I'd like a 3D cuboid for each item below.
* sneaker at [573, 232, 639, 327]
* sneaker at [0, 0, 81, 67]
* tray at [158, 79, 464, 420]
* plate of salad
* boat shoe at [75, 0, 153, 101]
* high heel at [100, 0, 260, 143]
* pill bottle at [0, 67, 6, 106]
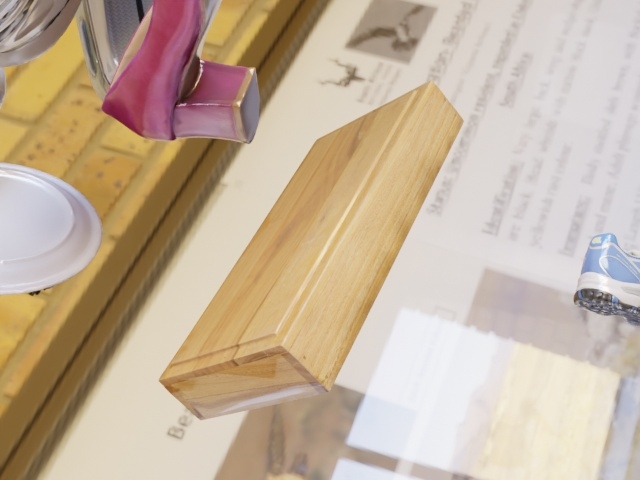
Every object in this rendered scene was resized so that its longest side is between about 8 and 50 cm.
[{"bbox_3d":[0.366,0.052,0.998,0.211,0.080,0.081,20,-107,-37],"label":"sneaker"},{"bbox_3d":[-0.165,-0.334,0.617,0.447,0.169,0.257,-68,17,2],"label":"sneaker"},{"bbox_3d":[0.000,0.000,0.984,0.076,0.203,0.411,48,-132,-20],"label":"tray"},{"bbox_3d":[-0.310,-0.009,0.855,0.200,0.200,0.048,-53,-14,-54],"label":"plate of salad"},{"bbox_3d":[-0.203,-0.274,0.858,0.109,0.094,0.302,0,-99,-40],"label":"boat shoe"},{"bbox_3d":[-0.107,-0.157,0.550,0.244,0.117,0.082,82,-159,-55],"label":"high heel"},{"bbox_3d":[-0.379,-0.145,0.777,0.208,0.118,0.117,-12,-62,-66],"label":"pill bottle"}]
